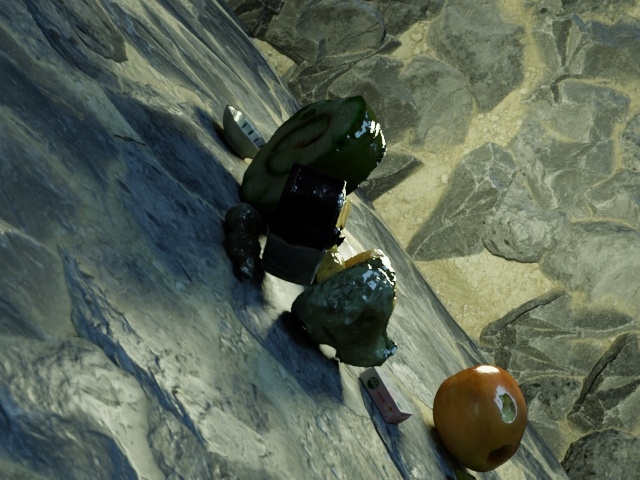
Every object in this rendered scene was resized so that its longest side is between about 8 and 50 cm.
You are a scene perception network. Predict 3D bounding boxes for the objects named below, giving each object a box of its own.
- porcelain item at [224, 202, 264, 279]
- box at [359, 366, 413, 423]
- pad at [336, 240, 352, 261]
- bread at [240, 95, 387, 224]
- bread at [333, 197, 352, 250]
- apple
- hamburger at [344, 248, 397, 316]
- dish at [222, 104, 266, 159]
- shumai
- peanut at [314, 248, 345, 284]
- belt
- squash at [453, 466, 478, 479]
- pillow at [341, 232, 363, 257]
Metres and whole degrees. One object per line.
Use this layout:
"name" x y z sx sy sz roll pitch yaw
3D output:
"porcelain item" -0.154 0.006 1.662 0.081 0.069 0.216 52 15 -27
"box" 0.147 0.346 1.854 0.125 0.043 0.089 59 12 27
"pad" 0.000 0.000 2.296 0.265 0.009 0.159 33 26 -34
"bread" -0.021 -0.185 1.981 0.129 0.366 0.382 48 28 -32
"bread" -0.067 -0.069 2.223 0.264 0.163 0.167 22 16 19
"apple" 0.410 0.452 2.097 0.242 0.242 0.241 43 22 -41
"hamburger" 0.131 0.136 2.198 0.135 0.155 0.208 35 27 -43
"dish" -0.213 -0.278 2.262 0.191 0.066 0.191 49 10 -12
"shumai" 0.071 0.165 1.709 0.222 0.225 0.260 66 19 5
"peanut" 0.027 0.087 2.041 0.229 0.098 0.103 -108 -161 -57
"belt" -0.029 -0.022 1.703 0.164 0.289 0.184 18 57 -4
"squash" 0.365 0.610 1.901 0.184 0.085 0.192 20 -23 52
"pillow" 0.114 0.071 2.507 0.270 0.067 0.173 40 22 -46
